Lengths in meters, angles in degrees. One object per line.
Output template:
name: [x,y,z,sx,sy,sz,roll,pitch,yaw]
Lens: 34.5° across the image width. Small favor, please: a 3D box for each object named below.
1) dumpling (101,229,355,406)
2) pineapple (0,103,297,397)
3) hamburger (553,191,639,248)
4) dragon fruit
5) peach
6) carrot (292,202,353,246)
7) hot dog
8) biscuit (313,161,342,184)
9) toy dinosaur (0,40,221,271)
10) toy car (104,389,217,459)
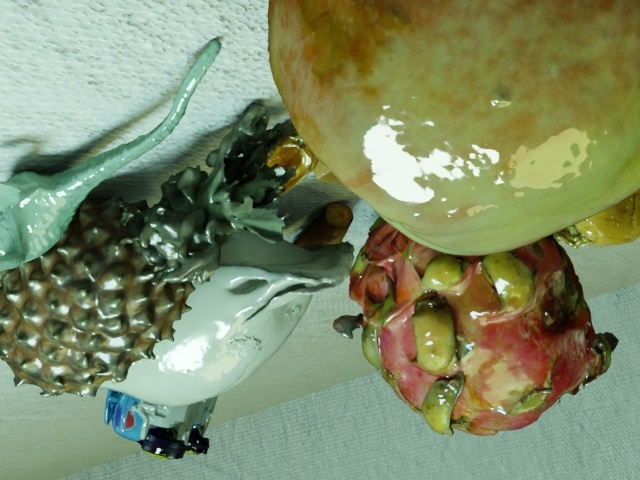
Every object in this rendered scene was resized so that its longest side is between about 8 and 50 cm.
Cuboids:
dumpling: [-0.127,0.074,1.163,0.341,0.181,0.260,-47,179,23]
pineapple: [-0.159,0.008,0.923,0.361,0.175,0.175,-40,156,30]
hamburger: [0.316,-0.064,1.178,0.138,0.147,0.083,0,178,-32]
dragon fruit: [0.166,0.068,1.218,0.314,0.296,0.263,-25,146,1]
peach: [0.105,-0.118,0.558,0.256,0.232,0.232,-37,161,18]
carrot: [0.000,0.000,1.266,0.055,0.055,0.161,-10,158,-24]
hot dog: [-0.035,-0.072,0.948,0.037,0.049,0.122,-51,-169,-29]
biscuit: [0.095,-0.095,1.034,0.220,0.029,0.142,-11,167,-18]
toy dinosaur: [-0.217,-0.027,0.802,0.383,0.076,0.129,-20,-160,40]
toy car: [-0.253,0.243,1.686,0.166,0.198,0.314,15,175,10]
